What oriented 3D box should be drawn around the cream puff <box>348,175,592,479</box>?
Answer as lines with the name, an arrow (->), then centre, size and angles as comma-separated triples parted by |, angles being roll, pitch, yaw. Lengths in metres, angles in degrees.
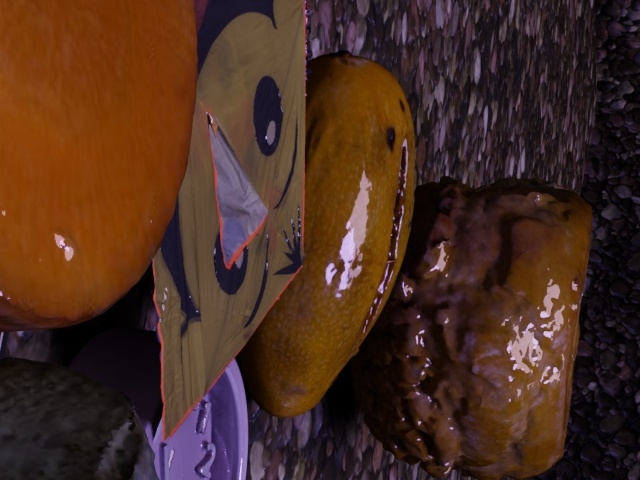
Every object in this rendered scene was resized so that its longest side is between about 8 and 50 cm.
cream puff -> 0.144, 0.072, 1.431 | 0.327, 0.231, 0.343 | 82, 18, -44

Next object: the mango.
mango -> 0.006, 0.000, 1.134 | 0.177, 0.120, 0.295 | -6, 102, -77

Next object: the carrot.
carrot -> -0.150, -0.114, 0.615 | 0.258, 0.100, 0.307 | -15, 98, -67

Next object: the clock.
clock -> -0.109, 0.154, 0.903 | 0.197, 0.068, 0.197 | 6, 90, -73

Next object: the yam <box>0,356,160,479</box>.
yam -> -0.139, 0.187, 0.663 | 0.161, 0.161, 0.268 | -60, 151, -53

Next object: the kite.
kite -> -0.047, -0.049, 0.902 | 0.327, 0.013, 0.378 | 62, 38, -62

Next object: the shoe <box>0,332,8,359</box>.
shoe -> -0.155, 0.029, 0.735 | 0.062, 0.053, 0.159 | 25, 74, -69
